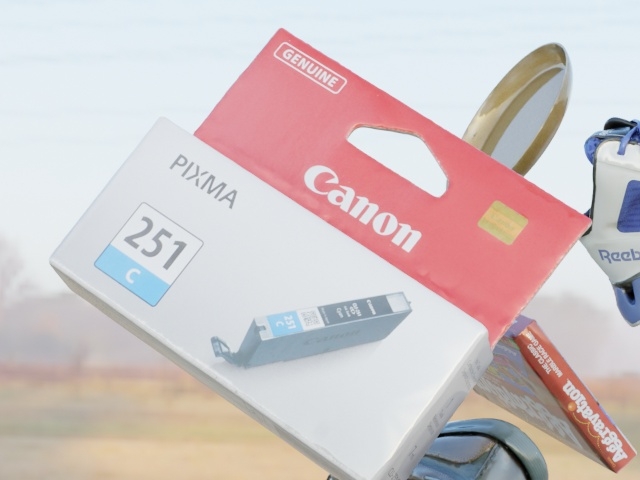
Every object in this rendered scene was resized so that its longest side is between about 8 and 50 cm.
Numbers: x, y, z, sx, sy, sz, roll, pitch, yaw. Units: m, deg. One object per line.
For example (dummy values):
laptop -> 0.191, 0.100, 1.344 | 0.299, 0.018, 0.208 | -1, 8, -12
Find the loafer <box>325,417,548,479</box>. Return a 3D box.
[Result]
loafer -> 0.065, 0.198, 1.541 | 0.084, 0.096, 0.267 | -42, 9, -33

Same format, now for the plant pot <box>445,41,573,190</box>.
plant pot -> 0.238, -0.136, 2.434 | 0.032, 0.236, 0.236 | 32, -16, -16

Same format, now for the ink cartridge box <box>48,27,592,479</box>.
ink cartridge box -> 0.000, 0.000, 1.411 | 0.296, 0.261, 0.066 | 33, -13, 20

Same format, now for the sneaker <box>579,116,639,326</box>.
sneaker -> 0.365, -0.069, 1.977 | 0.315, 0.182, 0.127 | -42, 6, 25

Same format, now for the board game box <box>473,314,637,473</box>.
board game box -> 0.151, 0.099, 1.637 | 0.145, 0.027, 0.281 | 50, -8, -18
